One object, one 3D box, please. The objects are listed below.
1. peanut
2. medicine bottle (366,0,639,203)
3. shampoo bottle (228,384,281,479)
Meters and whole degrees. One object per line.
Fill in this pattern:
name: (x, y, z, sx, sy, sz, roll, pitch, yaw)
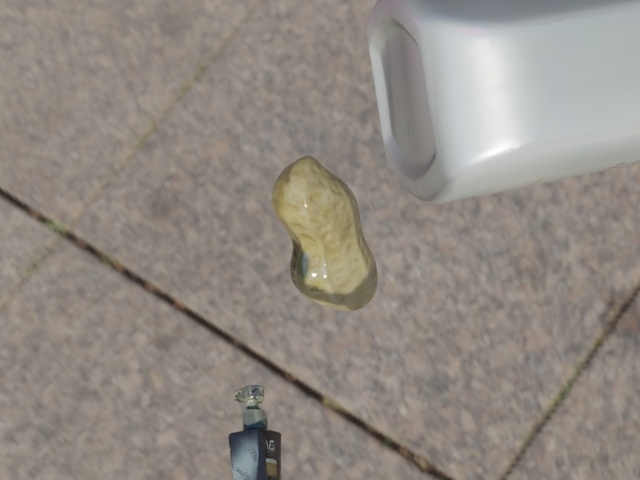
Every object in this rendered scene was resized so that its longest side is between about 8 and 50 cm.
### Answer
peanut: (0.000, 0.000, 2.090, 0.111, 0.274, 0.125, 21, 55, 40)
medicine bottle: (0.198, -0.106, 0.832, 0.324, 0.179, 0.124, -9, 97, -8)
shampoo bottle: (-0.085, 0.291, 1.992, 0.064, 0.057, 0.207, -14, 68, 26)
